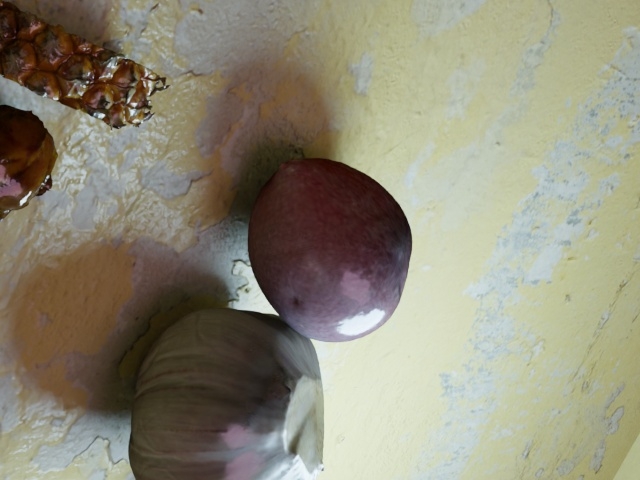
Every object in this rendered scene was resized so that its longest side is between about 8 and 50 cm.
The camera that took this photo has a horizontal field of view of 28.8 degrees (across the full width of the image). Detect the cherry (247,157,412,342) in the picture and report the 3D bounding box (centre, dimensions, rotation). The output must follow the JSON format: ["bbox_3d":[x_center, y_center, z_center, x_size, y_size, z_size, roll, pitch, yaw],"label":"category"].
[{"bbox_3d":[0.000,0.007,1.617,0.239,0.239,0.206,-11,160,-40],"label":"cherry"}]

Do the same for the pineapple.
[{"bbox_3d":[-0.244,-0.174,1.292,0.233,0.135,0.079,17,104,-48],"label":"pineapple"}]

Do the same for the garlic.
[{"bbox_3d":[-0.126,0.240,1.610,0.317,0.259,0.317,-8,99,-61],"label":"garlic"}]

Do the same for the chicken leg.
[{"bbox_3d":[-0.404,-0.046,1.257,0.304,0.093,0.113,-25,105,-26],"label":"chicken leg"}]
